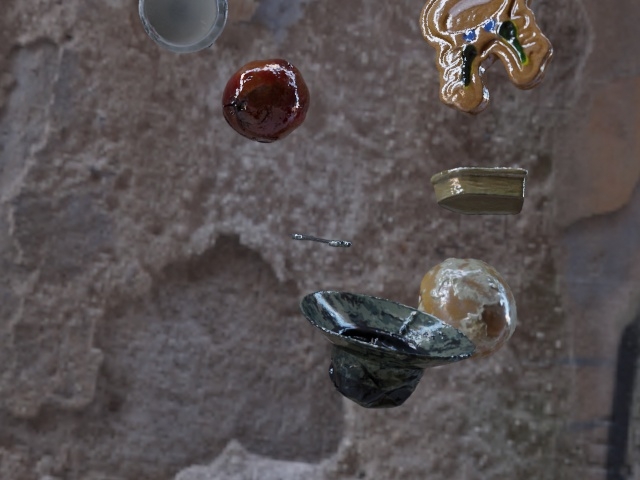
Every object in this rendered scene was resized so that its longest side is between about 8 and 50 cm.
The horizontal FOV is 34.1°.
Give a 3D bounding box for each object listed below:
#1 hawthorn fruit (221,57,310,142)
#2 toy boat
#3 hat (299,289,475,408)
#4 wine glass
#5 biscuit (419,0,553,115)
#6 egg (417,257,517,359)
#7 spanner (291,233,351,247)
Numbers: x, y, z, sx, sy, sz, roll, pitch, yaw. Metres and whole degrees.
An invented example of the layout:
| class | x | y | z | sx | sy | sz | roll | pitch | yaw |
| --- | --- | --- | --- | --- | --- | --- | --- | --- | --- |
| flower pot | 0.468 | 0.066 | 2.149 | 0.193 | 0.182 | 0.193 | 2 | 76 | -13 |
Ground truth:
| class | x | y | z | sx | sy | sz | roll | pitch | yaw |
| --- | --- | --- | --- | --- | --- | --- | --- | --- | --- |
| hawthorn fruit | -0.125 | -0.270 | 2.079 | 0.181 | 0.181 | 0.235 | -3 | 16 | 30 |
| toy boat | 0.309 | -0.096 | 2.045 | 0.188 | 0.061 | 0.116 | 1 | -19 | 6 |
| hat | 0.082 | 0.174 | 1.535 | 0.266 | 0.128 | 0.265 | 16 | 12 | -3 |
| wine glass | -0.239 | -0.407 | 1.821 | 0.165 | 0.164 | 0.196 | 9 | 9 | -9 |
| biscuit | 0.263 | -0.370 | 1.738 | 0.202 | 0.333 | 0.047 | -21 | -30 | 23 |
| egg | 0.278 | 0.132 | 2.003 | 0.195 | 0.194 | 0.233 | 9 | 29 | -12 |
| spanner | 0.000 | 0.000 | 2.343 | 0.054 | 0.015 | 0.254 | 5 | 2 | -24 |
